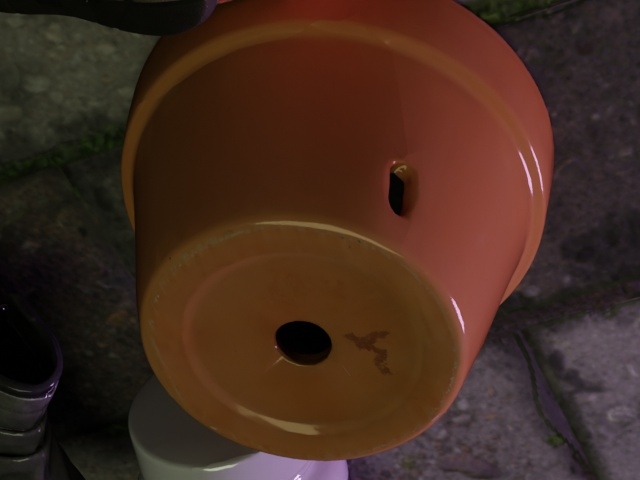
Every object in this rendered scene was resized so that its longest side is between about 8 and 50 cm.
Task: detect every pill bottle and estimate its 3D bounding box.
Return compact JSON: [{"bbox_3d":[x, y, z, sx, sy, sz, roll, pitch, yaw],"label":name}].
[{"bbox_3d":[-0.049,0.224,1.321,0.161,0.161,0.283,-4,128,12],"label":"pill bottle"}]

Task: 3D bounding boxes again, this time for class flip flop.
[{"bbox_3d":[-0.178,-0.195,1.041,0.277,0.080,0.112,14,157,23],"label":"flip flop"}]

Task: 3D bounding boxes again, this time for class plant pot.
[{"bbox_3d":[0.000,0.000,1.105,0.290,0.203,0.291,5,129,6],"label":"plant pot"}]

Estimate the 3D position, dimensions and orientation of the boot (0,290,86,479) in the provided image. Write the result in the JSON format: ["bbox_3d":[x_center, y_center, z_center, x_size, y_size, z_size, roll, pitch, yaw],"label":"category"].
[{"bbox_3d":[-0.208,0.170,1.242,0.338,0.118,0.223,37,137,23],"label":"boot"}]

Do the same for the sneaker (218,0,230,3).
[{"bbox_3d":[-0.017,-0.215,0.960,0.116,0.136,0.314,35,136,-18],"label":"sneaker"}]
